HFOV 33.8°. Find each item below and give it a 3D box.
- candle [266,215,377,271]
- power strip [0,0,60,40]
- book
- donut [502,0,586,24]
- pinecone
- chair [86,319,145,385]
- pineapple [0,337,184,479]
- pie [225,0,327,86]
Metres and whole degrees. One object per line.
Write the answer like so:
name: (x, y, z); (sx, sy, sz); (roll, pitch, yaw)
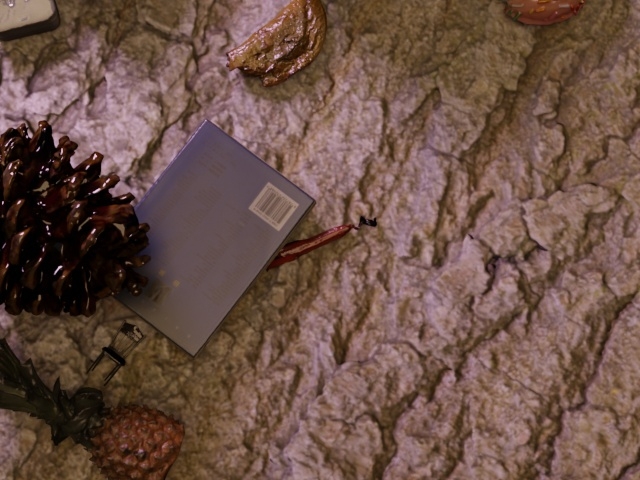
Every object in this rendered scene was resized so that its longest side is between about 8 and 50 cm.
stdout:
candle: (0.000, -0.001, 1.436); (0.167, 0.021, 0.026); (-23, 90, -6)
power strip: (-0.427, -0.414, 1.399); (0.093, 0.053, 0.287); (-16, 89, -7)
book: (-0.160, -0.004, 1.409); (0.191, 0.025, 0.269); (37, 84, 5)
donut: (0.335, -0.368, 1.469); (0.117, 0.065, 0.166); (27, 86, -3)
pinecone: (-0.338, -0.014, 1.301); (0.257, 0.243, 0.243); (33, 84, -23)
chair: (-0.270, 0.149, 1.390); (0.037, 0.042, 0.086); (38, 84, -7)
pineapple: (-0.313, 0.226, 1.337); (0.277, 0.130, 0.119); (25, 87, -3)
pie: (-0.050, -0.271, 1.441); (0.170, 0.034, 0.092); (-40, 90, -12)
